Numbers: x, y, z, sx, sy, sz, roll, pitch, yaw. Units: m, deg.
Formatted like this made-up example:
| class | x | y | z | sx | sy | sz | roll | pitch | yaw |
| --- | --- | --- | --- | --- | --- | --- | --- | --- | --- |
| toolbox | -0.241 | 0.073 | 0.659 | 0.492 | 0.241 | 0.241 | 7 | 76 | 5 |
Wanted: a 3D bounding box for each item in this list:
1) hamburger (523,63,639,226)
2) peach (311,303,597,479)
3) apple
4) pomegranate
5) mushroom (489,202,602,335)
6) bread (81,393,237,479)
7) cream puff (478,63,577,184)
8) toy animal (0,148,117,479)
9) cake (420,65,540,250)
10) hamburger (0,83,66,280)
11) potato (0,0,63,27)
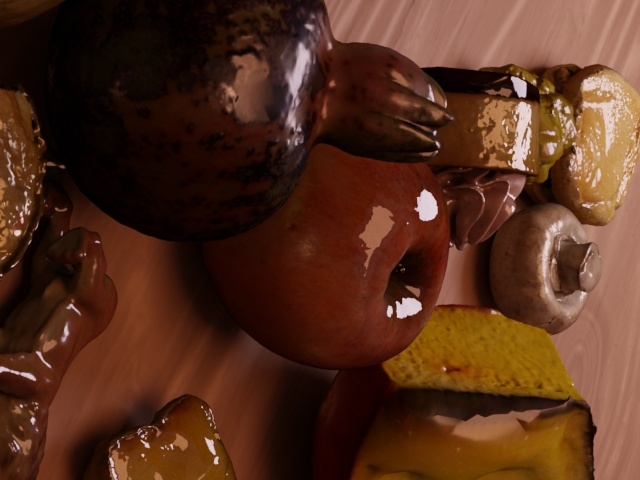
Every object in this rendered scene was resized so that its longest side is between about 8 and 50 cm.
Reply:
| class | x | y | z | sx | sy | sz | roll | pitch | yaw |
| --- | --- | --- | --- | --- | --- | --- | --- | --- | --- |
| hamburger | 0.333 | -0.124 | 2.294 | 0.213 | 0.108 | 0.214 | -2 | 92 | -56 |
| peach | 0.133 | 0.232 | 1.905 | 0.306 | 0.242 | 0.380 | -19 | 128 | -11 |
| apple | 0.000 | 0.000 | 1.731 | 0.253 | 0.253 | 0.254 | -5 | 96 | -56 |
| pomegranate | -0.056 | -0.126 | 1.516 | 0.285 | 0.340 | 0.285 | -171 | -90 | -89 |
| mushroom | 0.278 | 0.038 | 2.209 | 0.166 | 0.127 | 0.166 | -12 | 106 | -49 |
| bread | -0.139 | 0.266 | 1.649 | 0.161 | 0.088 | 0.233 | -30 | 114 | -57 |
| cream puff | 0.241 | -0.146 | 2.147 | 0.156 | 0.121 | 0.156 | 9 | 78 | -54 |
| toy animal | -0.241 | 0.089 | 1.496 | 0.157 | 0.097 | 0.312 | 74 | 34 | -45 |
| cake | 0.140 | -0.082 | 1.943 | 0.207 | 0.185 | 0.178 | 29 | 65 | -66 |
| hamburger | -0.328 | -0.025 | 1.306 | 0.309 | 0.132 | 0.211 | 4 | 89 | -55 |
| potato | -0.231 | -0.302 | 1.334 | 0.301 | 0.288 | 0.237 | 57 | 23 | 13 |
